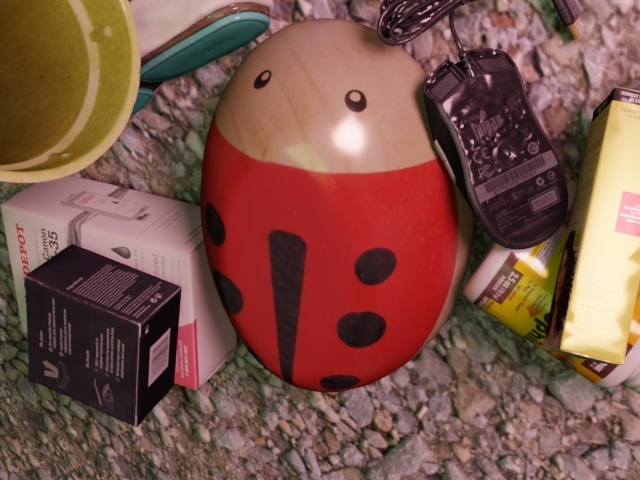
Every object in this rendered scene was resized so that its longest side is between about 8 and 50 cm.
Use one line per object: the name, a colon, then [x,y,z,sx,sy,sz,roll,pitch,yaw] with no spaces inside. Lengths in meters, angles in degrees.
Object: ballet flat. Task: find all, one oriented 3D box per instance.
ballet flat: [-0.224,-0.217,0.946,0.400,0.139,0.139,-24,103,30]

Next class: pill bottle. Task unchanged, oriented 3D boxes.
pill bottle: [0.260,0.065,0.836,0.215,0.117,0.117,33,126,8]

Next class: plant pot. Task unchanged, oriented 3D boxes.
plant pot: [-0.364,-0.175,0.828,0.253,0.276,0.276,-7,112,43]

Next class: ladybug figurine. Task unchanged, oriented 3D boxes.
ladybug figurine: [0.000,0.000,0.889,0.305,0.162,0.450,12,126,21]

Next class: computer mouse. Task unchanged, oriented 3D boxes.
computer mouse: [0.174,-0.135,0.777,0.184,0.060,0.262,-32,100,-9]

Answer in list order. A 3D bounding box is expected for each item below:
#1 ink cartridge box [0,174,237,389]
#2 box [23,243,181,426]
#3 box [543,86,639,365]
ink cartridge box: [-0.256,0.048,1.092,0.282,0.117,0.207,13,121,20]
box: [-0.257,0.110,0.993,0.158,0.093,0.156,20,123,14]
box: [0.253,-0.010,0.742,0.058,0.087,0.232,14,83,6]
